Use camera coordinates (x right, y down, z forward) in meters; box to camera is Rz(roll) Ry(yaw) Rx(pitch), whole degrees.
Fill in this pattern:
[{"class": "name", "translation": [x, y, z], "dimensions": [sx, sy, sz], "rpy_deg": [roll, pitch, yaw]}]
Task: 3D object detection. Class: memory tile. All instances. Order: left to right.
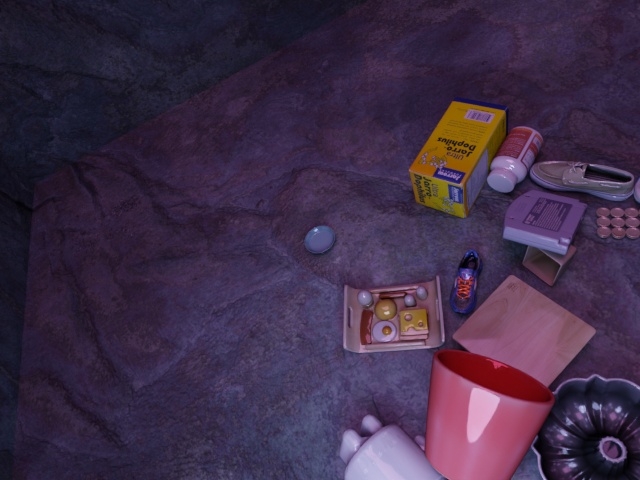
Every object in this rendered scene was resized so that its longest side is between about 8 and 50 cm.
[{"class": "memory tile", "translation": [0.914, -0.052, 1.334], "dimensions": [0.148, 0.012, 0.113], "rpy_deg": [3, 56, 23]}]

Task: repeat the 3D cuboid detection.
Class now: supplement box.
[{"class": "supplement box", "translation": [0.487, -0.293, 1.549], "dimensions": [0.195, 0.194, 0.356], "rpy_deg": [23, 69, 32]}]

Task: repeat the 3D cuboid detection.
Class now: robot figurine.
[{"class": "robot figurine", "translation": [0.197, 0.601, 1.083], "dimensions": [0.300, 0.199, 0.353], "rpy_deg": [-26, 47, -31]}]

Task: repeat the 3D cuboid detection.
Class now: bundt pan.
[{"class": "bundt pan", "translation": [0.660, 0.489, 1.020], "dimensions": [0.331, 0.124, 0.330], "rpy_deg": [-11, 55, 16]}]

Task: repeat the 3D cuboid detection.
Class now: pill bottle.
[{"class": "pill bottle", "translation": [0.658, -0.274, 1.515], "dimensions": [0.121, 0.121, 0.216], "rpy_deg": [24, 70, 32]}]

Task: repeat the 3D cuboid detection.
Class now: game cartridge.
[{"class": "game cartridge", "translation": [0.670, -0.064, 1.342], "dimensions": [0.198, 0.062, 0.297], "rpy_deg": [16, 36, 34]}]

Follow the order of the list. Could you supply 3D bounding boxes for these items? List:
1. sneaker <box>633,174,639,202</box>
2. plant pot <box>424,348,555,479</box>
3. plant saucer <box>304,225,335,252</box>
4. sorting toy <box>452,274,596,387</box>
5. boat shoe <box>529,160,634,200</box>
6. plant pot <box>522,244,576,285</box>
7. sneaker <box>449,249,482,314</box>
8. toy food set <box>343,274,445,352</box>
[{"class": "sneaker", "translation": [1.019, -0.205, 1.344], "dimensions": [0.087, 0.092, 0.228], "rpy_deg": [20, 69, 29]}, {"class": "plant pot", "translation": [0.372, 0.424, 1.050], "dimensions": [0.275, 0.275, 0.243], "rpy_deg": [17, 96, 30]}, {"class": "plant saucer", "translation": [0.000, 0.000, 1.664], "dimensions": [0.119, 0.021, 0.119], "rpy_deg": [-11, 56, 16]}, {"class": "sorting toy", "translation": [0.551, 0.272, 1.225], "dimensions": [0.257, 0.089, 0.255], "rpy_deg": [-43, 54, -9]}, {"class": "boat shoe", "translation": [0.833, -0.212, 1.421], "dimensions": [0.302, 0.094, 0.109], "rpy_deg": [18, 67, 30]}, {"class": "plant pot", "translation": [0.684, 0.048, 1.313], "dimensions": [0.096, 0.109, 0.109], "rpy_deg": [-30, 52, -16]}, {"class": "sneaker", "translation": [0.444, 0.122, 1.366], "dimensions": [0.083, 0.087, 0.221], "rpy_deg": [5, 61, 25]}, {"class": "toy food set", "translation": [0.224, 0.224, 1.385], "dimensions": [0.306, 0.092, 0.219], "rpy_deg": [-8, 56, 17]}]
